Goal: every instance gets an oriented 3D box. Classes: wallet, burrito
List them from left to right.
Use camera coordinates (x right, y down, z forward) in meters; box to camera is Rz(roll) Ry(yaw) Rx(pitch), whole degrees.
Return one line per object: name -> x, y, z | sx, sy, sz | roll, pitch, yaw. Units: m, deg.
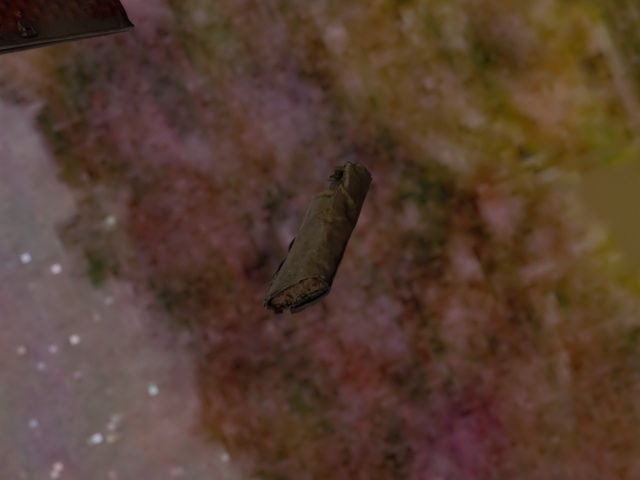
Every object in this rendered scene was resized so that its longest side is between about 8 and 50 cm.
wallet -> -0.246, -0.188, 1.435 | 0.196, 0.020, 0.103 | -15, -116, -41
burrito -> 0.000, 0.000, 1.628 | 0.041, 0.149, 0.055 | 31, 171, -34
